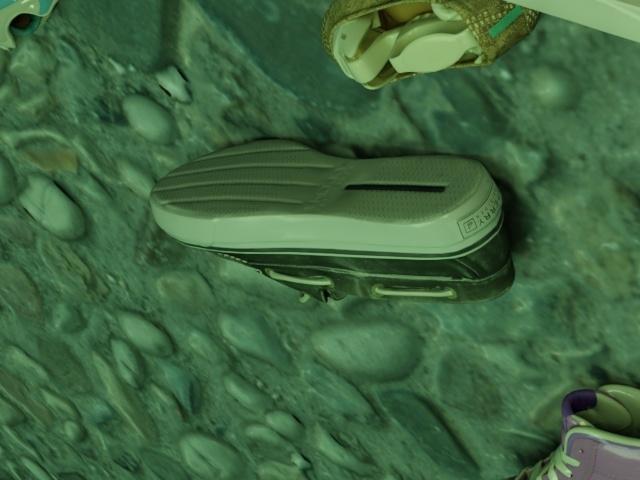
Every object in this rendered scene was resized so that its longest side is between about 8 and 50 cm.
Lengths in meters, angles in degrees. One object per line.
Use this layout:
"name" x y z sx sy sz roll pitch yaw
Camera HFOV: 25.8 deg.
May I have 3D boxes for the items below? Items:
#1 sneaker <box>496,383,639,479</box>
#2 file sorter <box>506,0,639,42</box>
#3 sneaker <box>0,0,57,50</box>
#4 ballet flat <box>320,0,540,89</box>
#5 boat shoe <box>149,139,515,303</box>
"sneaker" 0.209 0.186 1.155 0.282 0.102 0.161 -13 117 42
"file sorter" 0.201 -0.192 0.581 0.278 0.193 0.173 24 142 28
"sneaker" -0.297 -0.205 1.228 0.092 0.087 0.229 48 151 -14
"ballet flat" 0.054 -0.136 0.935 0.206 0.067 0.073 -9 124 53
"boat shoe" 0.000 0.000 1.116 0.335 0.121 0.119 8 132 40
